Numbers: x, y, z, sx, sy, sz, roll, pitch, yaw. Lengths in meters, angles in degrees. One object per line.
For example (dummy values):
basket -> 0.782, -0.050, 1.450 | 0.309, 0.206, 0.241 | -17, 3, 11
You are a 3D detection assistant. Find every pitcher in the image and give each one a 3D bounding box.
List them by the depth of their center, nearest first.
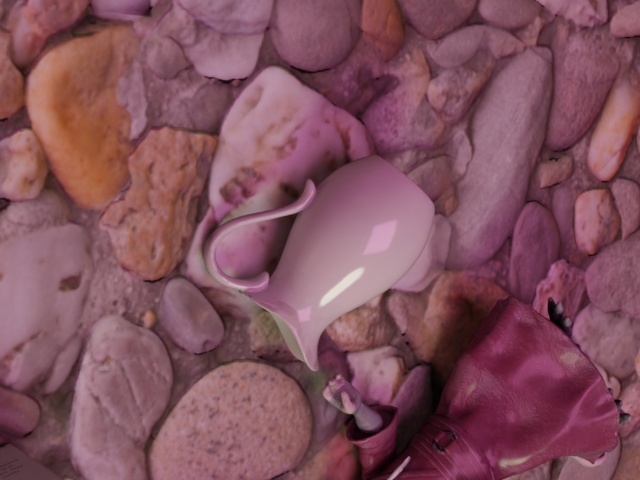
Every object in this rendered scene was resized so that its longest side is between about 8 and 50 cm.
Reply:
pitcher -> 0.000, 0.000, 1.706 | 0.178, 0.125, 0.207 | 43, 85, -21

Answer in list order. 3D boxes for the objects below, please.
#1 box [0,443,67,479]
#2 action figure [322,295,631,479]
box -> -0.308, 0.311, 1.532 | 0.182, 0.119, 0.181 | -25, 116, -31
action figure -> 0.142, 0.228, 1.868 | 0.370, 0.248, 0.275 | -38, 165, -11
